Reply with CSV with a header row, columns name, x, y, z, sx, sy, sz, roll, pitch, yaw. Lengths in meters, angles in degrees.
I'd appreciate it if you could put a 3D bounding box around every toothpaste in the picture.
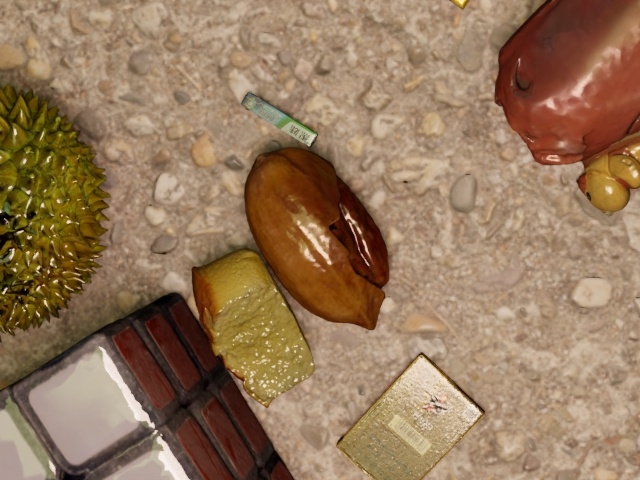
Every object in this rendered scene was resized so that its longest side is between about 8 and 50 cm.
name,x,y,z,sx,sy,sz,roll,pitch,yaw
toothpaste,-0.041,-0.123,1.431,0.083,0.020,0.017,32,93,3

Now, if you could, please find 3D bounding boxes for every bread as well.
name,x,y,z,sx,sy,sz,roll,pitch,yaw
bread,-0.072,0.077,1.398,0.086,0.125,0.156,-28,121,0

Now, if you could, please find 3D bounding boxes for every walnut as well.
name,x,y,z,sx,sy,sz,roll,pitch,yaw
walnut,0.000,0.000,1.392,0.116,0.116,0.207,-31,91,8

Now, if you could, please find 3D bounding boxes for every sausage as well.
name,x,y,z,sx,sy,sz,roll,pitch,yaw
sausage,0.282,-0.193,1.325,0.152,0.152,0.279,44,99,2

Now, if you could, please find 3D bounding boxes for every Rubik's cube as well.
name,x,y,z,sx,sy,sz,roll,pitch,yaw
Rubik's cube,-0.211,0.261,1.337,0.301,0.305,0.303,-31,89,7

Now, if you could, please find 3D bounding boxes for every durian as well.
name,x,y,z,sx,sy,sz,roll,pitch,yaw
durian,-0.335,-0.037,1.380,0.291,0.224,0.291,15,130,19

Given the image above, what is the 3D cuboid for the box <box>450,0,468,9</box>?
name,x,y,z,sx,sy,sz,roll,pitch,yaw
box,0.075,-0.366,1.388,0.269,0.043,0.152,35,97,2

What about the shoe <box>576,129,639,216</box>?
name,x,y,z,sx,sy,sz,roll,pitch,yaw
shoe,0.304,-0.071,1.369,0.109,0.072,0.069,-28,86,8

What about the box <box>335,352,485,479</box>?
name,x,y,z,sx,sy,sz,roll,pitch,yaw
box,0.091,0.192,1.438,0.090,0.023,0.133,42,97,1
